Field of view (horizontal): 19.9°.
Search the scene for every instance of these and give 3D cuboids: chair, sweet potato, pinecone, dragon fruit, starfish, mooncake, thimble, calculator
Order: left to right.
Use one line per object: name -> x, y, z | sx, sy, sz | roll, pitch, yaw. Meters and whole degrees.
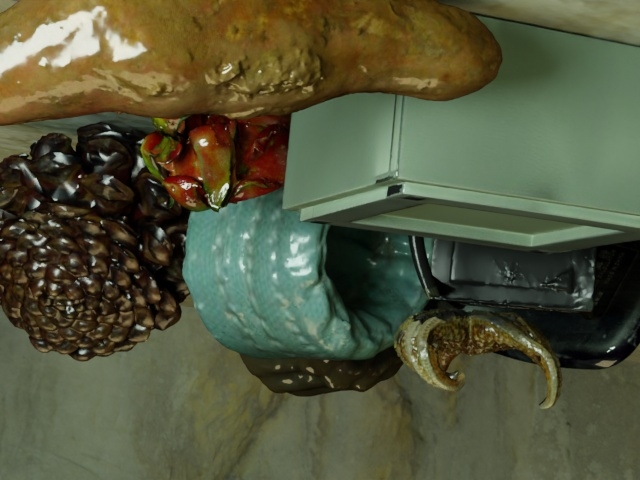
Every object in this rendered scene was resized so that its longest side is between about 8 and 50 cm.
pinecone -> -0.205, -0.010, 1.640 | 0.221, 0.221, 0.221 | 6, 173, 1
sweet potato -> -0.065, -0.115, 1.051 | 0.354, 0.106, 0.095 | -7, -143, -8
dragon fruit -> -0.064, -0.078, 1.352 | 0.138, 0.142, 0.175 | -21, 135, 9
thimble -> 0.000, 0.000, 1.576 | 0.143, 0.198, 0.235 | -1, -157, 34
mooncake -> 0.004, 0.042, 1.789 | 0.124, 0.228, 0.228 | -9, 165, 34
starfish -> 0.133, 0.095, 1.495 | 0.146, 0.074, 0.190 | 6, 177, -4
chair -> 0.157, -0.017, 1.483 | 0.141, 0.154, 0.260 | 4, 175, 11
calculator -> 0.214, 0.031, 1.668 | 0.268, 0.177, 0.040 | 15, 158, 43

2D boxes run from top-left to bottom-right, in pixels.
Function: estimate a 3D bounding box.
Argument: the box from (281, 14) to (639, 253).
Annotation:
box -> 0.118, -0.064, 1.255 | 0.225, 0.117, 0.225 | 8, 172, -19
